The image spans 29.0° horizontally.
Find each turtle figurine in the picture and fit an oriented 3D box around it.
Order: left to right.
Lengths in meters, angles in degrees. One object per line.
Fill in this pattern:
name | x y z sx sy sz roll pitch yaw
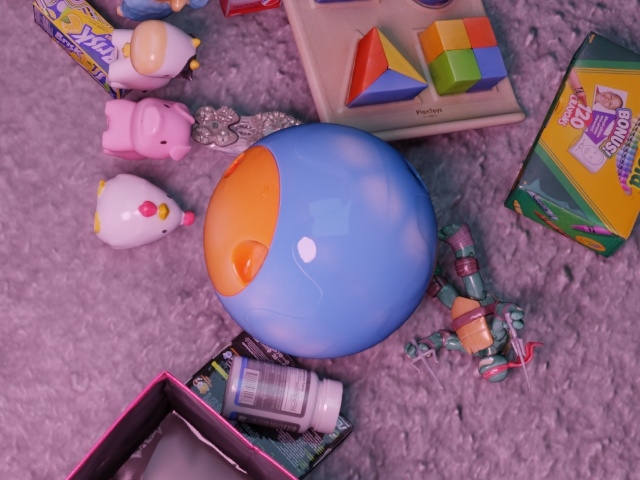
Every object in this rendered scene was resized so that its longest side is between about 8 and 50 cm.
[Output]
turtle figurine | 0.189 0.104 1.602 0.175 0.118 0.234 -30 71 25

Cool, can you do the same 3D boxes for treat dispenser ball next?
treat dispenser ball | 0.000 0.000 1.513 0.288 0.288 0.288 3 70 -7

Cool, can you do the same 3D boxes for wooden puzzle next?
wooden puzzle | 0.111 -0.306 1.707 0.322 0.080 0.348 -11 72 -29

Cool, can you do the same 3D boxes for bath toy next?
bath toy | -0.212 -0.159 1.584 0.129 0.151 0.348 6 87 -7

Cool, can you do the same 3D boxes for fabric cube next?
fabric cube | -0.155 0.334 1.351 0.259 0.258 0.254 39 74 7

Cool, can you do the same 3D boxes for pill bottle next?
pill bottle | -0.046 0.190 1.504 0.137 0.078 0.078 13 69 -6

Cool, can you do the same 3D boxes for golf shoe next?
golf shoe | -0.083 -0.136 1.656 0.176 0.086 0.069 16 81 4

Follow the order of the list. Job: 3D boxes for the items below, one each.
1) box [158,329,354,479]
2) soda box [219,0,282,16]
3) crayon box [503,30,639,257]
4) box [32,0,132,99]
box | -0.086 0.230 1.549 0.184 0.045 0.191 -43 82 -17
soda box | -0.127 -0.457 1.770 0.092 0.083 0.263 -13 72 -15
crayon box | 0.389 -0.135 1.731 0.165 0.081 0.278 27 68 2
box | -0.314 -0.272 1.691 0.169 0.054 0.059 44 70 8
